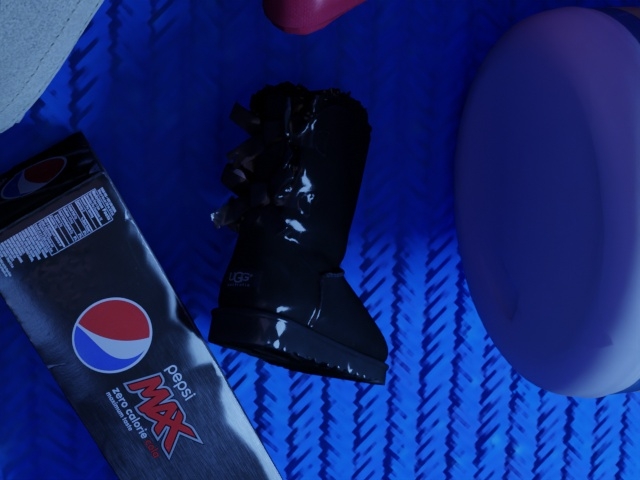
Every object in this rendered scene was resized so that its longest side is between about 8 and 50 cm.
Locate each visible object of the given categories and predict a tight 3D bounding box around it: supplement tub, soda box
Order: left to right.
[{"bbox_3d":[-0.068,0.047,0.522,0.053,0.060,0.169,-30,115,-7],"label":"soda box"},{"bbox_3d":[0.167,-0.019,0.539,0.199,0.144,0.144,-4,108,-19],"label":"supplement tub"}]

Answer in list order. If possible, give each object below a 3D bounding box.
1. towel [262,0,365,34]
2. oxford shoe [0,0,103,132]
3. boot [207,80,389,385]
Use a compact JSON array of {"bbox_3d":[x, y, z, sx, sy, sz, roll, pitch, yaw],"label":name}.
[{"bbox_3d":[0.061,-0.205,0.410,0.199,0.031,0.275,-31,144,-30],"label":"towel"},{"bbox_3d":[-0.159,-0.067,0.411,0.397,0.140,0.146,-33,121,-6],"label":"oxford shoe"},{"bbox_3d":[0.000,0.000,0.535,0.121,0.045,0.099,30,68,-60],"label":"boot"}]
